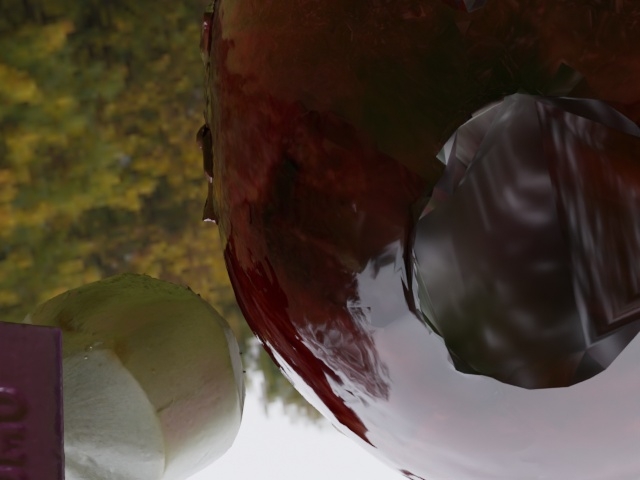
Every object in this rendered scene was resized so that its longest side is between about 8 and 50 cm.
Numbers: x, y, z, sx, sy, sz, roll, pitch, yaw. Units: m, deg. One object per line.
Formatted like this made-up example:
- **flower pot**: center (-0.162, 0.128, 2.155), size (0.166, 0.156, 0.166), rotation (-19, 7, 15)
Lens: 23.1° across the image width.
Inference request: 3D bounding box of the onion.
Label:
- **onion**: center (0.095, -0.053, 0.634), size (0.341, 0.341, 0.341), rotation (-9, -166, 2)

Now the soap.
- **soap**: center (-0.290, 0.187, 1.212), size (0.181, 0.259, 0.081), rotation (8, 158, -28)

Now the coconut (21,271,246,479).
- **coconut**: center (-0.195, 0.147, 1.515), size (0.241, 0.241, 0.241), rotation (-9, -166, 2)
